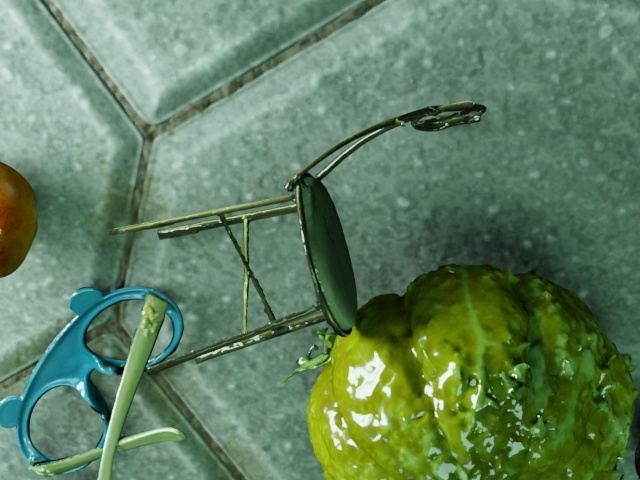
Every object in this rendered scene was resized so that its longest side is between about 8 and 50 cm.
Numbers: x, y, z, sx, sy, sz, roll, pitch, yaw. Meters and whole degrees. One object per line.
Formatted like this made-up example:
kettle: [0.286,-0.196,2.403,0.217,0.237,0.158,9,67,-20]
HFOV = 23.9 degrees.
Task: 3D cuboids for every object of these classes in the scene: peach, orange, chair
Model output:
peach: [-0.296,-0.018,1.333,0.101,0.100,0.100,-1,118,-1]
orange: [0.139,0.172,1.368,0.300,0.223,0.301,-30,129,15]
chair: [0.000,0.000,1.291,0.326,0.160,0.170,-16,86,12]

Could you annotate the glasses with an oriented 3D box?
glasses: [-0.191,0.178,1.418,0.102,0.207,0.239,9,127,-48]

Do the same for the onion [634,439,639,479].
onion: [0.368,0.213,1.462,0.131,0.131,0.131,-1,118,-1]
